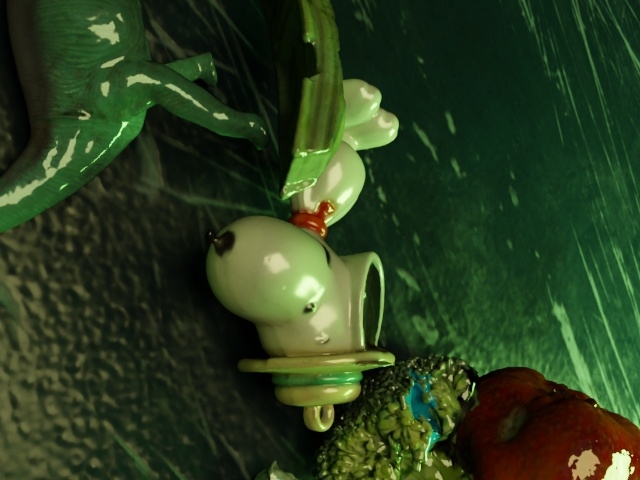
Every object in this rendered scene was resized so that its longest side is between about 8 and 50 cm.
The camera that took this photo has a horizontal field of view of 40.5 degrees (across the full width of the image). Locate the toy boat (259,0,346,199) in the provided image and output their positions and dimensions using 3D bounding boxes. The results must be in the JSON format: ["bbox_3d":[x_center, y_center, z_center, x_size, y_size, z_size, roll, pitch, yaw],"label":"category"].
[{"bbox_3d":[-0.021,-0.167,0.733,0.055,0.093,0.293,2,55,-17],"label":"toy boat"}]

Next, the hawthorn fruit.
[{"bbox_3d":[0.195,0.254,0.853,0.207,0.207,0.243,20,97,-33],"label":"hawthorn fruit"}]

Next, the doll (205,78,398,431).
[{"bbox_3d":[0.012,0.006,0.769,0.208,0.144,0.271,60,43,-30],"label":"doll"}]

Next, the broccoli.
[{"bbox_3d":[0.082,0.188,0.780,0.160,0.154,0.167,40,47,16],"label":"broccoli"}]

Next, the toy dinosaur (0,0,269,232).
[{"bbox_3d":[-0.224,-0.160,0.649,0.331,0.129,0.383,-17,93,-28],"label":"toy dinosaur"}]

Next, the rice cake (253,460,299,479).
[{"bbox_3d":[-0.087,0.279,0.724,0.043,0.034,0.211,47,60,-13],"label":"rice cake"}]
